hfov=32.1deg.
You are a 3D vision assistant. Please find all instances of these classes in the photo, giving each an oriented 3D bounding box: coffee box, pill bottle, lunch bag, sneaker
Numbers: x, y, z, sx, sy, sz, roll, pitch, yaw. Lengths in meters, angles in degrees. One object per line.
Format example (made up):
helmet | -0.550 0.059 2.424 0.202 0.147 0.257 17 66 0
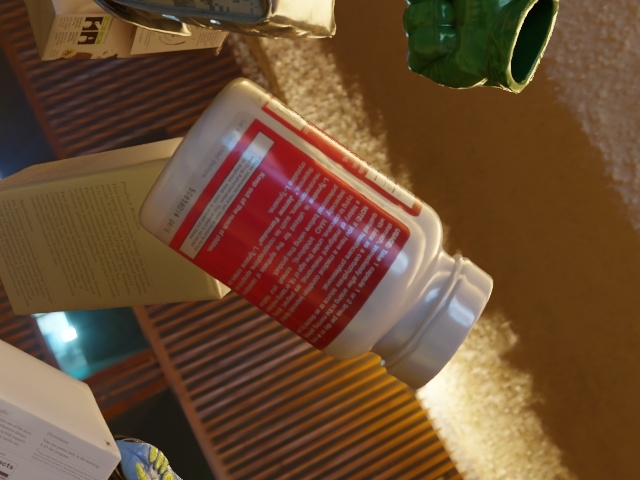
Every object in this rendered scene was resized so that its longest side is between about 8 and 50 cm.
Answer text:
coffee box | -0.299 -0.383 1.733 0.119 0.297 0.168 -52 -128 52
pill bottle | 0.000 0.000 1.382 0.408 0.229 0.229 35 -37 -3
lunch bag | -0.144 -0.309 1.214 0.287 0.235 0.168 10 -82 16
sneaker | -0.208 0.284 1.306 0.078 0.067 0.188 25 -32 30

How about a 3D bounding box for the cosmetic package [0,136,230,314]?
cosmetic package | -0.330 -0.023 1.803 0.453 0.161 0.230 -6 -71 33

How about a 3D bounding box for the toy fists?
toy fists | 0.162 -0.281 1.057 0.142 0.096 0.279 22 -84 33

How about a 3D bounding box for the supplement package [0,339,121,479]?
supplement package | -0.374 0.190 1.173 0.262 0.145 0.204 35 1 -27
